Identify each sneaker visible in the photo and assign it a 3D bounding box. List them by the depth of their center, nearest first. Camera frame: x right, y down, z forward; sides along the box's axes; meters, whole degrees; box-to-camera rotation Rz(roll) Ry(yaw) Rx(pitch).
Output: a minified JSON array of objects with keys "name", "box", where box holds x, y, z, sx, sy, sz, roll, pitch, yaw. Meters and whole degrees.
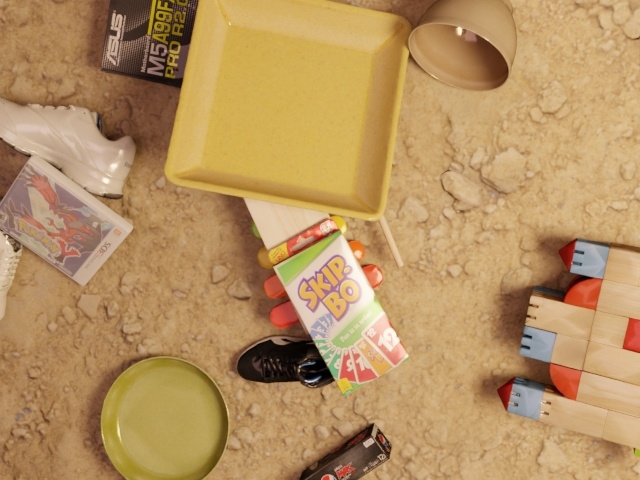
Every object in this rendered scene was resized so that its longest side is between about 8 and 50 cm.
[{"name":"sneaker","box":[-0.052,0.208,1.265,0.216,0.121,0.079,-10,95,11]},{"name":"sneaker","box":[-0.453,-0.186,1.306,0.297,0.111,0.129,28,91,-2]},{"name":"sneaker","box":[-0.593,0.039,1.364,0.094,0.090,0.235,-2,99,1]},{"name":"sneaker","box":[-0.319,0.464,1.389,0.053,0.061,0.152,1,79,18]}]

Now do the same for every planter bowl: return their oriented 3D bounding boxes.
[{"name":"planter bowl","box":[0.227,-0.318,1.133,0.162,0.162,0.109,23,75,7]}]

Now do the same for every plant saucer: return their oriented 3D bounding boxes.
[{"name":"plant saucer","box":[-0.046,-0.211,1.164,0.332,0.081,0.333,10,81,-5]},{"name":"plant saucer","box":[-0.276,0.329,1.349,0.240,0.037,0.241,-1,86,8]}]

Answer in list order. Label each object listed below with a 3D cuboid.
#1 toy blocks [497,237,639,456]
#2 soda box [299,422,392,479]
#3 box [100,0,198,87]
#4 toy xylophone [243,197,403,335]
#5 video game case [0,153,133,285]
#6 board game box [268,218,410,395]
[{"name":"toy blocks","box":[0.430,0.147,1.156,0.260,0.190,0.382,13,101,20]},{"name":"soda box","box":[0.042,0.392,1.305,0.169,0.060,0.053,-37,91,12]},{"name":"box","box":[-0.237,-0.393,1.245,0.216,0.060,0.270,14,100,7]},{"name":"toy xylophone","box":[0.000,0.000,1.242,0.236,0.081,0.323,-16,92,-2]},{"name":"video game case","box":[-0.450,-0.029,1.295,0.201,0.023,0.183,38,126,-14]},{"name":"board game box","box":[0.028,0.104,1.191,0.124,0.039,0.260,-29,92,-3]}]
